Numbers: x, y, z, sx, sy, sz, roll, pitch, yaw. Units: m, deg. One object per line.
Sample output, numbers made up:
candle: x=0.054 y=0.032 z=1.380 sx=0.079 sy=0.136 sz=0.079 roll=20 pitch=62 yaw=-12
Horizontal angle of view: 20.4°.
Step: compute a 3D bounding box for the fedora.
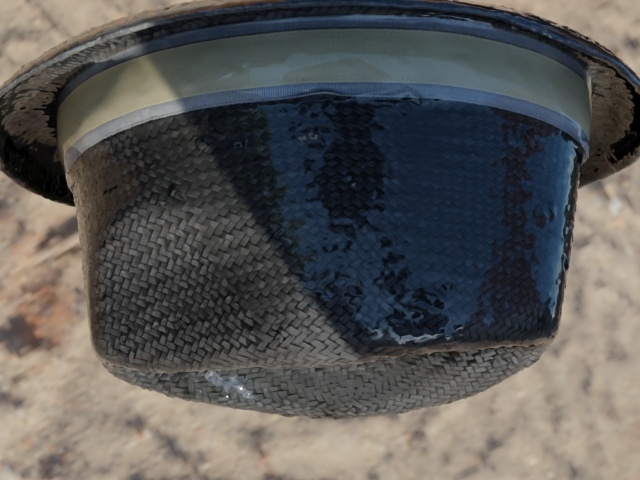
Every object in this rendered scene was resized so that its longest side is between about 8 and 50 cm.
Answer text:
fedora: x=0.000 y=0.000 z=0.872 sx=0.334 sy=0.334 sz=0.152 roll=17 pitch=64 yaw=-45
